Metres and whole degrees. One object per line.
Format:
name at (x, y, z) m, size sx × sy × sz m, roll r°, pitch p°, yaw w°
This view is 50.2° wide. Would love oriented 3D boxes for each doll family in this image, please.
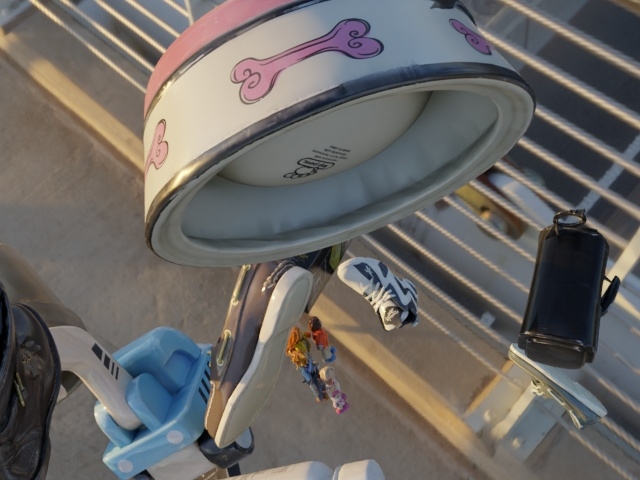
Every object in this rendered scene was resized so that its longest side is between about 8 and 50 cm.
doll family at (-0.024, 0.296, 1.634) m, size 0.118 × 0.163 × 0.263 m, roll -22°, pitch 37°, yaw 3°

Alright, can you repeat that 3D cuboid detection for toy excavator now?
toy excavator at (-0.326, 0.248, 1.149) m, size 0.222 × 0.433 × 0.445 m, roll -32°, pitch 107°, yaw 14°

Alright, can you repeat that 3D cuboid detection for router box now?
router box at (0.000, 0.000, 1.423) m, size 0.081 × 0.309 × 0.243 m, roll 29°, pitch 72°, yaw 10°

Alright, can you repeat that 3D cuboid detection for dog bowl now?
dog bowl at (0.002, -0.116, 0.716) m, size 0.408 × 0.408 × 0.150 m, roll -19°, pitch 76°, yaw -4°

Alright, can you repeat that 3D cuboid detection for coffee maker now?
coffee maker at (0.344, 0.076, 0.983) m, size 0.120 × 0.171 × 0.178 m, roll -5°, pitch 56°, yaw 40°

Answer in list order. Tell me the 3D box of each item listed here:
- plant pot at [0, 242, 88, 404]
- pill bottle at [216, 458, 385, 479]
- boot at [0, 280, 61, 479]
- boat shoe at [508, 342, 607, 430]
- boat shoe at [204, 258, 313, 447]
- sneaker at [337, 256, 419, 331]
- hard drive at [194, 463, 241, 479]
plant pot at (-0.637, 0.165, 1.326) m, size 0.323 × 0.323 × 0.280 m, roll -30°, pitch 58°, yaw -9°
pill bottle at (-0.052, 0.382, 0.896) m, size 0.283 × 0.160 × 0.160 m, roll -16°, pitch 62°, yaw 13°
boot at (-0.303, 0.108, 0.653) m, size 0.091 × 0.229 × 0.263 m, roll -6°, pitch 48°, yaw -19°
boat shoe at (0.633, 0.406, 1.878) m, size 0.319 × 0.116 × 0.099 m, roll 36°, pitch 108°, yaw -3°
boat shoe at (-0.115, 0.167, 1.045) m, size 0.096 × 0.116 × 0.324 m, roll 30°, pitch 112°, yaw 21°
sneaker at (0.149, 0.140, 1.646) m, size 0.094 × 0.235 × 0.153 m, roll -44°, pitch 32°, yaw 22°
hard drive at (-0.276, 0.548, 1.717) m, size 0.054 × 0.172 × 0.255 m, roll 7°, pitch 48°, yaw -42°
